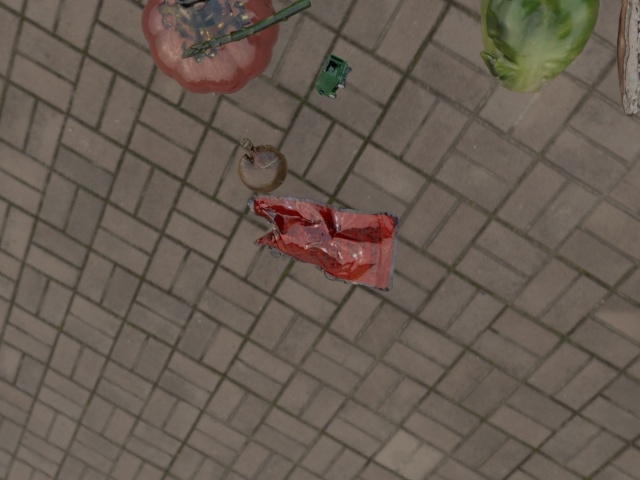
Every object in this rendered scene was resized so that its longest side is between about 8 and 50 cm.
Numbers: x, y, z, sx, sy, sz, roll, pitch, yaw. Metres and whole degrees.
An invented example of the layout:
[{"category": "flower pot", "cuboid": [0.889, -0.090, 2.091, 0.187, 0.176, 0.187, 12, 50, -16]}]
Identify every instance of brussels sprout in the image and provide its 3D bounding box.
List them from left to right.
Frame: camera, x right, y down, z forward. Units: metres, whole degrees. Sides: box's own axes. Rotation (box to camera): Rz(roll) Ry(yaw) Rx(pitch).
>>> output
[{"category": "brussels sprout", "cuboid": [0.264, -0.262, 0.720, 0.139, 0.100, 0.181, 4, 122, 10]}]

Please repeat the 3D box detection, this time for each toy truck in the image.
[{"category": "toy truck", "cuboid": [0.033, -0.458, 1.671, 0.079, 0.147, 0.065, 22, 78, -10]}]

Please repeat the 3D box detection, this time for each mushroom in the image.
[{"category": "mushroom", "cuboid": [-0.162, -0.203, 1.586, 0.135, 0.080, 0.171, -36, 116, 0]}]

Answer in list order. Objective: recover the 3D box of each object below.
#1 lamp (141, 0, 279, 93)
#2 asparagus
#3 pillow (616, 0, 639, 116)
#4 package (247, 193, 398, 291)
[{"category": "lamp", "cuboid": [-0.145, -0.284, 0.775, 0.181, 0.140, 0.182, 0, 98, -1]}, {"category": "asparagus", "cuboid": [-0.083, -0.238, 0.665, 0.162, 0.016, 0.016, -27, 69, -11]}, {"category": "pillow", "cuboid": [0.290, -0.247, 0.518, 0.049, 0.135, 0.249, 4, 125, 25]}, {"category": "package", "cuboid": [0.000, 0.000, 1.031, 0.269, 0.071, 0.194, 18, 147, 18]}]
